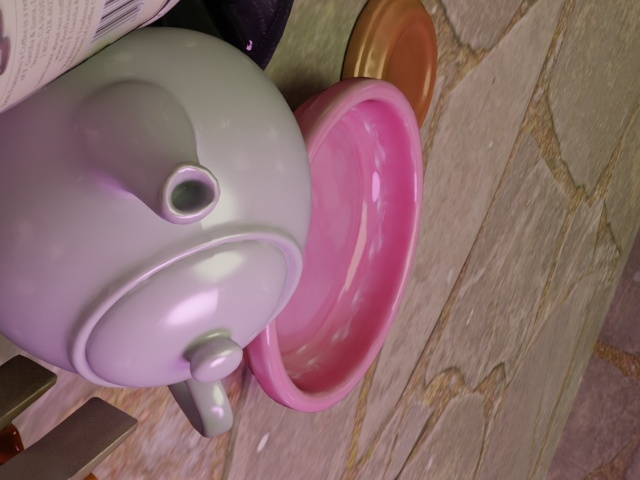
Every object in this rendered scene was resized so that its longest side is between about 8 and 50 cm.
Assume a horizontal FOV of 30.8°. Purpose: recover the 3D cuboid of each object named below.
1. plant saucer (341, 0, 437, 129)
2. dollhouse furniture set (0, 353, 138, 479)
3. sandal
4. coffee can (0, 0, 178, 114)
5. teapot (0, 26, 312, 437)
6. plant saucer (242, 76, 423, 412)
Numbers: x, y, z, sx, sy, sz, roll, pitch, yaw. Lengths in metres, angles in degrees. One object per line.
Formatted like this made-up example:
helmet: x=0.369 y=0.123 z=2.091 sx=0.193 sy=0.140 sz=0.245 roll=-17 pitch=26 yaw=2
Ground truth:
plant saucer: x=0.082 y=-0.179 z=1.282 sx=0.200 sy=0.037 sz=0.199 roll=-39 pitch=136 yaw=-51
dollhouse furniture set: x=-0.126 y=0.224 z=0.798 sx=0.135 sy=0.259 sz=0.262 roll=-39 pitch=138 yaw=-38
sandal: x=-0.065 y=-0.187 z=0.829 sx=0.445 sy=0.107 sz=0.167 roll=81 pitch=-3 yaw=-49
coffee can: x=-0.205 y=-0.136 z=0.522 sx=0.275 sy=0.202 sz=0.201 roll=-47 pitch=142 yaw=-47
teapot: x=-0.101 y=0.009 z=0.728 sx=0.252 sy=0.187 sz=0.256 roll=-44 pitch=153 yaw=24
plant saucer: x=0.000 y=0.000 z=1.148 sx=0.332 sy=0.084 sz=0.332 roll=-38 pitch=135 yaw=-51
